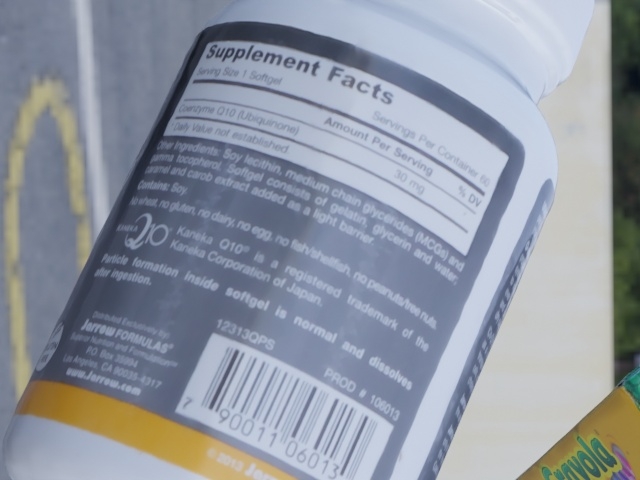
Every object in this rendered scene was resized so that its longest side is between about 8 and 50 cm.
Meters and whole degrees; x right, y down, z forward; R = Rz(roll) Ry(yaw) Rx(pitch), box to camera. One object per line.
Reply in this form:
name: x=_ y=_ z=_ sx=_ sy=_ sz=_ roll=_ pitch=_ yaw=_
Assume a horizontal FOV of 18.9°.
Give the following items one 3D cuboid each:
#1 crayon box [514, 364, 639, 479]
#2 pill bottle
crayon box: x=0.208 y=0.144 z=1.023 sx=0.165 sy=0.081 sz=0.278 roll=49 pitch=-16 yaw=10
pill bottle: x=0.000 y=0.000 z=0.771 sx=0.162 sy=0.162 sz=0.278 roll=69 pitch=43 yaw=-68
